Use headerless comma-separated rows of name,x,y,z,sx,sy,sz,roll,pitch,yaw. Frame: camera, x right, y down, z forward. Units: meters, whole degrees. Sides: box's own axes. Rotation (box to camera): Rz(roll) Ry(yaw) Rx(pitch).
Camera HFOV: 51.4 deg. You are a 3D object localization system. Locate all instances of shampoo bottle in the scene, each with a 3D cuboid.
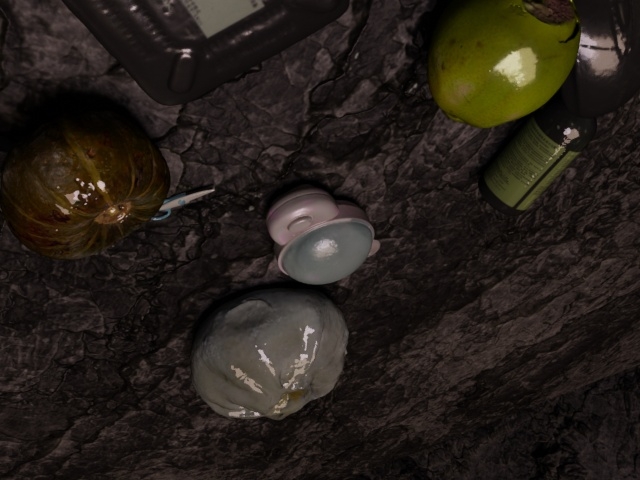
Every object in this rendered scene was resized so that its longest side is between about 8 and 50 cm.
shampoo bottle,0.382,-0.166,1.109,0.101,0.101,0.284,5,137,-30

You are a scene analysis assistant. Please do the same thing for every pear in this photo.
pear,0.229,-0.240,0.881,0.187,0.188,0.219,5,150,-31

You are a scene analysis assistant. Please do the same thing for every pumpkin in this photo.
pumpkin,-0.310,-0.080,0.856,0.218,0.162,0.219,-33,167,-9

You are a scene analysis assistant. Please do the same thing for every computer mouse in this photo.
computer mouse,0.398,-0.282,0.915,0.137,0.086,0.270,-18,125,-4

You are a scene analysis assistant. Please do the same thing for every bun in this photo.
bun,-0.099,0.242,1.345,0.354,0.194,0.355,-15,145,-10

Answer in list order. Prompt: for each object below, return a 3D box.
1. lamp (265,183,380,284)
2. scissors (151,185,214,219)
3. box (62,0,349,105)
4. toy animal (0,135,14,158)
lamp,0.000,0.001,1.147,0.179,0.108,0.246,-31,143,9
scissors,-0.221,-0.063,1.036,0.119,0.014,0.058,-19,146,5
box,-0.133,-0.299,0.712,0.288,0.073,0.290,-26,143,9
toy animal,-0.538,-0.149,0.721,0.366,0.081,0.206,-11,140,-24
